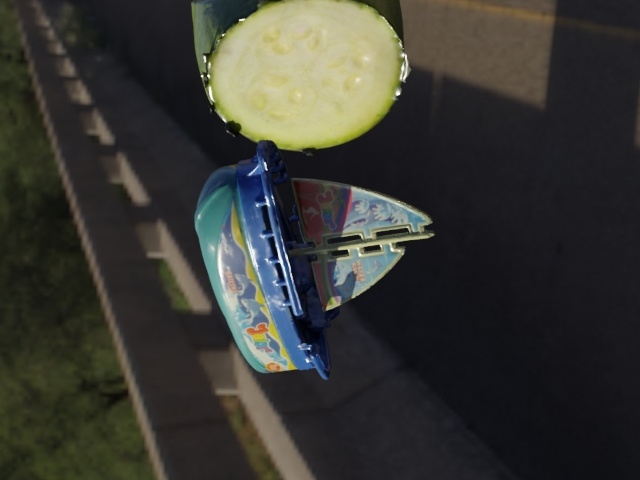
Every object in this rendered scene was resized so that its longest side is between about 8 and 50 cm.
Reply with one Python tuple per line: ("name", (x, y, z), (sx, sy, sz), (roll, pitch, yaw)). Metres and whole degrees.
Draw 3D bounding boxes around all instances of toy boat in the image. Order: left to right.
("toy boat", (0.000, 0.000, 0.672), (0.175, 0.110, 0.091), (69, -169, -59))

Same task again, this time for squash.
("squash", (-0.025, -0.218, 1.250), (0.260, 0.189, 0.189), (-97, 18, -45))
